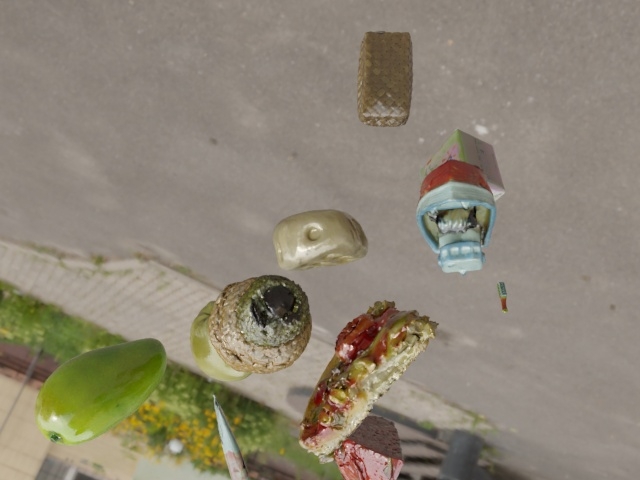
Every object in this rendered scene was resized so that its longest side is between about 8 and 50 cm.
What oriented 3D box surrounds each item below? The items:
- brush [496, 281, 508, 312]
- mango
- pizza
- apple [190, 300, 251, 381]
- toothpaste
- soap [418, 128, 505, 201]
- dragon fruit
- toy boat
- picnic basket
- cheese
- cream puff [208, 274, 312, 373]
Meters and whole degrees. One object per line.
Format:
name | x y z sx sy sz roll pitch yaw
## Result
brush | 0.468 0.145 2.071 0.018 0.083 0.021 1 150 -7
mango | -0.498 0.332 1.868 0.192 0.343 0.156 39 138 22
pizza | 0.112 0.233 1.756 0.130 0.440 0.406 37 136 -7
apple | -0.216 0.234 1.919 0.200 0.200 0.200 20 160 7
toothpaste | -0.183 0.410 1.633 0.056 0.036 0.205 -145 38 -69
soap | 0.361 -0.152 2.095 0.138 0.199 0.182 25 129 -21
dragon fruit | 0.082 0.531 1.998 0.205 0.152 0.317 18 -175 2
toy boat | 0.252 -0.031 1.492 0.145 0.133 0.332 -7 158 10
picnic basket | 0.127 -0.319 1.577 0.110 0.193 0.055 2 168 1
cheese | 0.000 0.000 1.799 0.218 0.117 0.235 -4 171 -35
cream puff | -0.092 0.133 1.387 0.183 0.183 0.169 25 156 -9
